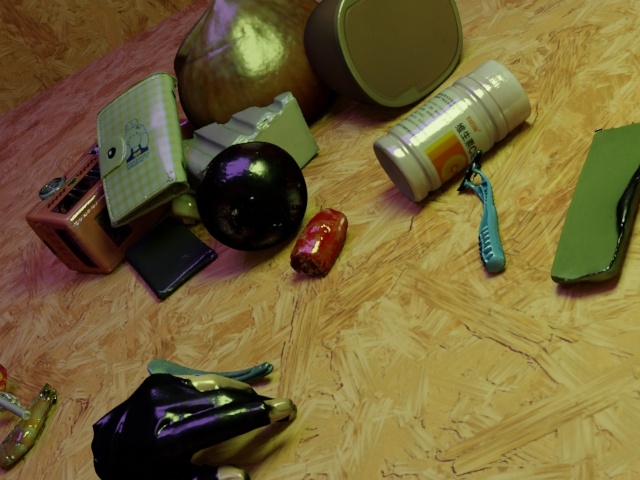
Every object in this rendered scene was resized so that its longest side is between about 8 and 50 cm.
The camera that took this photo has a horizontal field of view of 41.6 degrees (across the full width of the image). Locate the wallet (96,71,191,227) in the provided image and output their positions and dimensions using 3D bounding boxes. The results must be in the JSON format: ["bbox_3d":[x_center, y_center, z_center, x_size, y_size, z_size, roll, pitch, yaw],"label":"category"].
[{"bbox_3d":[-0.383,-0.194,1.797,0.223,0.077,0.309,-26,55,20],"label":"wallet"}]

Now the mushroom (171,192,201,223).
[{"bbox_3d":[-0.286,-0.069,1.843,0.084,0.067,0.083,7,7,-1],"label":"mushroom"}]

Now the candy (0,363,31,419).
[{"bbox_3d":[-0.614,0.291,1.582,0.365,0.124,0.124,2,45,52],"label":"candy"}]

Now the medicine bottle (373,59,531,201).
[{"bbox_3d":[0.224,-0.187,1.438,0.250,0.133,0.133,-37,29,-5],"label":"medicine bottle"}]

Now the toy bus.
[{"bbox_3d":[-0.464,-0.131,1.986,0.233,0.203,0.427,6,50,44],"label":"toy bus"}]

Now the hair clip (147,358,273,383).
[{"bbox_3d":[-0.167,0.213,1.335,0.230,0.070,0.039,-8,35,27],"label":"hair clip"}]

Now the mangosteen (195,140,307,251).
[{"bbox_3d":[-0.127,-0.094,1.594,0.211,0.211,0.250,-28,19,11],"label":"mangosteen"}]

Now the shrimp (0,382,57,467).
[{"bbox_3d":[-0.536,0.339,1.541,0.099,0.041,0.180,-29,28,41],"label":"shrimp"}]

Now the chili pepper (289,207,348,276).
[{"bbox_3d":[0.000,0.000,1.457,0.073,0.070,0.123,-25,29,51],"label":"chili pepper"}]

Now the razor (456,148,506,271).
[{"bbox_3d":[0.252,-0.040,1.286,0.253,0.042,0.082,-86,15,-54],"label":"razor"}]

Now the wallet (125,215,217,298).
[{"bbox_3d":[-0.326,0.030,1.779,0.146,0.030,0.285,-44,31,-9],"label":"wallet"}]

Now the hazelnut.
[{"bbox_3d":[-0.148,-0.404,1.946,0.409,0.359,0.359,-38,29,-20],"label":"hazelnut"}]

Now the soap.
[{"bbox_3d":[-0.175,-0.203,1.835,0.258,0.159,0.302,-45,33,-10],"label":"soap"}]

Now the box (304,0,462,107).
[{"bbox_3d":[0.116,-0.425,1.763,0.301,0.301,0.216,-45,25,-17],"label":"box"}]

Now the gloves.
[{"bbox_3d":[-0.176,0.274,1.177,0.301,0.152,0.197,-17,59,4],"label":"gloves"}]

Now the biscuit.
[{"bbox_3d":[0.396,-0.055,1.166,0.099,0.038,0.322,-12,37,40],"label":"biscuit"}]
